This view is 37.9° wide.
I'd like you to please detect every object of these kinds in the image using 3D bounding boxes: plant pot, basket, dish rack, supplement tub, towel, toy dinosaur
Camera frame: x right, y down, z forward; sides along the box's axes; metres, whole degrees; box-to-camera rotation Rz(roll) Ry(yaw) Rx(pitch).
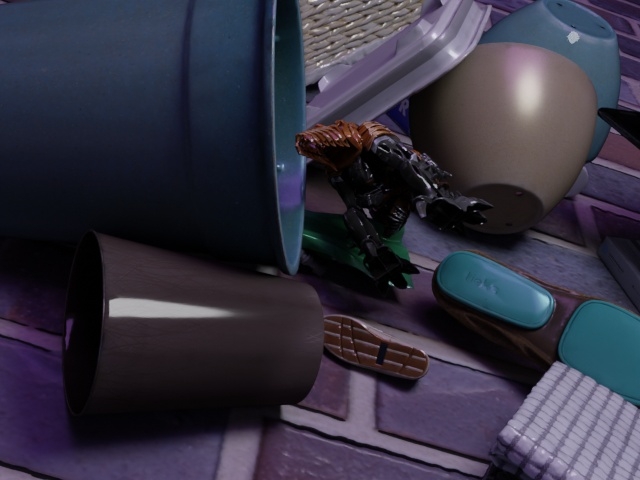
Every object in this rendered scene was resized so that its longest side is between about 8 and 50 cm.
[{"bbox_3d":[0.264,-0.122,1.377,0.284,0.284,0.191,15,59,-10],"label":"plant pot"},{"bbox_3d":[-0.124,0.089,0.922,0.226,0.154,0.204,9,30,-25],"label":"basket"},{"bbox_3d":[0.088,-0.250,1.381,0.072,0.333,0.285,50,30,-14],"label":"dish rack"},{"bbox_3d":[-0.193,-0.129,1.012,0.334,0.341,0.341,-1,33,5],"label":"plant pot"},{"bbox_3d":[0.390,-0.293,1.579,0.290,0.195,0.290,16,36,-12],"label":"plant pot"},{"bbox_3d":[-0.011,-0.490,1.630,0.331,0.266,0.328,-26,51,-22],"label":"basket"},{"bbox_3d":[0.420,-0.131,1.623,0.071,0.071,0.107,15,33,-9],"label":"supplement tub"},{"bbox_3d":[0.280,0.251,0.910,0.235,0.121,0.283,34,21,16],"label":"towel"},{"bbox_3d":[0.066,-0.066,1.136,0.322,0.164,0.218,-4,53,-40],"label":"toy dinosaur"}]

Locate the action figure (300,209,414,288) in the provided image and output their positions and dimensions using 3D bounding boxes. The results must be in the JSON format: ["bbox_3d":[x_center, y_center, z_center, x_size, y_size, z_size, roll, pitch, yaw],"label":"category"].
[{"bbox_3d":[0.000,0.000,1.197,0.232,0.063,0.137,13,35,-19],"label":"action figure"}]

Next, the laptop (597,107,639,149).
[{"bbox_3d":[0.625,0.011,1.399,0.382,0.236,0.408,3,34,-27],"label":"laptop"}]

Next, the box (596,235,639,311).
[{"bbox_3d":[0.542,0.060,1.445,0.186,0.038,0.145,8,35,-22],"label":"box"}]

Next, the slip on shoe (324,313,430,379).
[{"bbox_3d":[0.061,0.124,1.074,0.135,0.051,0.041,17,-8,8],"label":"slip on shoe"}]

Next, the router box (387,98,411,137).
[{"bbox_3d":[0.227,-0.297,1.746,0.301,0.082,0.335,-4,40,-34],"label":"router box"}]

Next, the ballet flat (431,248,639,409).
[{"bbox_3d":[0.289,0.121,1.129,0.342,0.124,0.116,24,71,27],"label":"ballet flat"}]
